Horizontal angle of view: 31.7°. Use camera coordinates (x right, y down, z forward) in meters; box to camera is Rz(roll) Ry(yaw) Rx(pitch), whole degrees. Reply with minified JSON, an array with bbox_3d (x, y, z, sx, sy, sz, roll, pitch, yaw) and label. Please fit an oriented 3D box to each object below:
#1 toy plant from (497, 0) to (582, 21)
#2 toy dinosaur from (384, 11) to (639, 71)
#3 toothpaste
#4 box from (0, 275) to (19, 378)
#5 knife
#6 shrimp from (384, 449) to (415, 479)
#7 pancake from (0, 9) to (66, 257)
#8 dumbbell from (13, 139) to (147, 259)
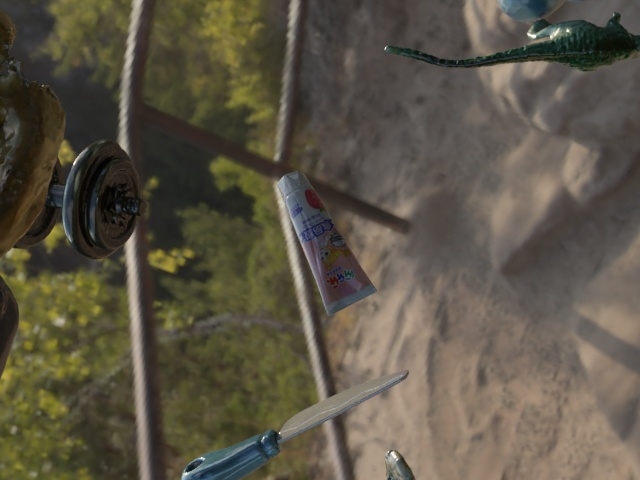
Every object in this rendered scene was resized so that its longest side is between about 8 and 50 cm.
[{"bbox_3d":[0.317,-0.394,1.397,0.247,0.332,0.247,52,152,41],"label":"toy plant"},{"bbox_3d":[0.282,-0.240,1.406,0.129,0.383,0.076,-41,-58,-74],"label":"toy dinosaur"},{"bbox_3d":[0.000,0.000,1.415,0.067,0.043,0.194,-27,64,-1],"label":"toothpaste"},{"bbox_3d":[-0.358,0.071,0.778,0.073,0.290,0.289,-27,35,30],"label":"box"},{"bbox_3d":[-0.024,0.177,1.077,0.244,0.032,0.058,-30,7,4],"label":"knife"},{"bbox_3d":[0.119,0.351,1.529,0.091,0.034,0.161,-140,32,-64],"label":"shrimp"},{"bbox_3d":[-0.437,-0.116,1.092,0.071,0.382,0.382,145,140,-65],"label":"pancake"},{"bbox_3d":[-0.406,-0.071,1.785,0.290,0.192,0.192,8,73,20],"label":"dumbbell"}]
